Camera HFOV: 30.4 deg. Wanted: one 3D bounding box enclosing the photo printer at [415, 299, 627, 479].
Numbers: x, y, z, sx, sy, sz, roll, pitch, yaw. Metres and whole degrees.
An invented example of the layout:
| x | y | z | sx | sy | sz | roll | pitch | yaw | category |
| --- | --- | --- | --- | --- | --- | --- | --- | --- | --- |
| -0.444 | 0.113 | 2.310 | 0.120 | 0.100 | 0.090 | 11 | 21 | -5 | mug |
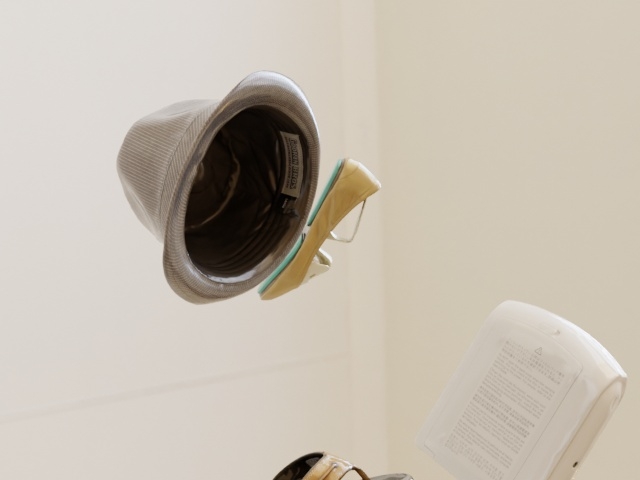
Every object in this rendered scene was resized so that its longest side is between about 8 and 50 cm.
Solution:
| x | y | z | sx | sy | sz | roll | pitch | yaw | category |
| --- | --- | --- | --- | --- | --- | --- | --- | --- | --- |
| 0.320 | 0.264 | 1.866 | 0.107 | 0.256 | 0.307 | 20 | -78 | -51 | photo printer |

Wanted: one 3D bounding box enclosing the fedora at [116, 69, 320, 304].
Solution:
| x | y | z | sx | sy | sz | roll | pitch | yaw | category |
| --- | --- | --- | --- | --- | --- | --- | --- | --- | --- |
| -0.114 | -0.064 | 1.190 | 0.275 | 0.124 | 0.244 | 6 | -76 | -63 | fedora |

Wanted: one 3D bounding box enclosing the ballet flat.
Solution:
| x | y | z | sx | sy | sz | roll | pitch | yaw | category |
| --- | --- | --- | --- | --- | --- | --- | --- | --- | --- |
| 0.000 | 0.000 | 1.557 | 0.073 | 0.080 | 0.232 | 30 | -70 | -8 | ballet flat |

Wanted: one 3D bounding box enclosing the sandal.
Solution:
| x | y | z | sx | sy | sz | roll | pitch | yaw | category |
| --- | --- | --- | --- | --- | --- | --- | --- | --- | --- |
| -0.016 | 0.229 | 1.109 | 0.219 | 0.090 | 0.060 | 0 | -86 | -6 | sandal |
